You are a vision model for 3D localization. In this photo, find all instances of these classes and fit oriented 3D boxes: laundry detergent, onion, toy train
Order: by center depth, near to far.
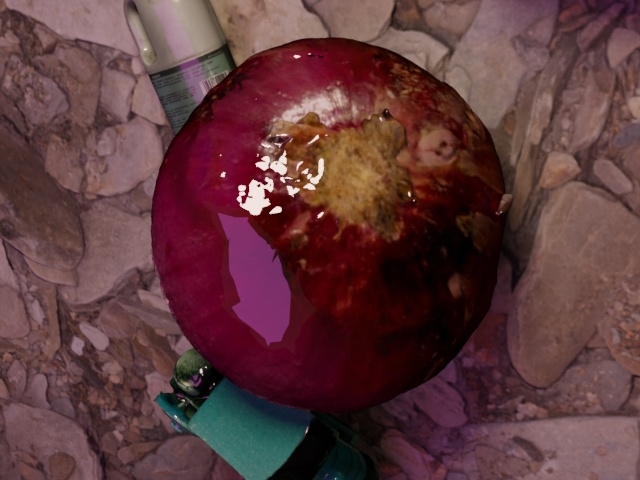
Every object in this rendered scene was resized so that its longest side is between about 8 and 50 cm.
[{"bbox_3d":[0.000,0.000,1.340,0.348,0.348,0.385,45,162,4],"label":"onion"},{"bbox_3d":[-0.147,-0.207,1.442,0.099,0.070,0.225,-13,107,40],"label":"laundry detergent"},{"bbox_3d":[-0.039,0.202,1.458,0.194,0.298,0.120,37,87,32],"label":"toy train"}]
